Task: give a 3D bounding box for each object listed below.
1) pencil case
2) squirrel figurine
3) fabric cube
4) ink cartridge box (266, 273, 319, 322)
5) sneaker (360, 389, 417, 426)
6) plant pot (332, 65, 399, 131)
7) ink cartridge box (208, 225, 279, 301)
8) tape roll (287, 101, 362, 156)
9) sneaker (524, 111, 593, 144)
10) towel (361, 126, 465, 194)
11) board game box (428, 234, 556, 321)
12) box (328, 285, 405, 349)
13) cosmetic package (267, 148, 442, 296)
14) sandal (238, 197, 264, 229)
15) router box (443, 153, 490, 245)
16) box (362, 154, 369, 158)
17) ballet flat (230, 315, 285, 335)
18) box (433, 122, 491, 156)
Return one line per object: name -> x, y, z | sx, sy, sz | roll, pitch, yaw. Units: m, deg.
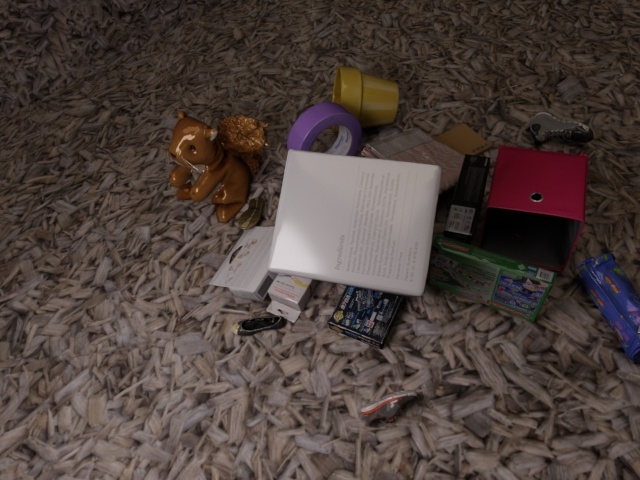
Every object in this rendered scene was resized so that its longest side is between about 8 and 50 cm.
pencil case -> 0.815, 0.175, 1.227 | 0.119, 0.133, 0.306 | -37, 48, 25
squirrel figurine -> -0.384, -0.324, 1.665 | 0.281, 0.370, 0.397 | 34, 67, 30
fabric cube -> 0.639, -0.099, 1.377 | 0.254, 0.259, 0.258 | 12, 57, 20
ink cartridge box -> -0.087, 0.150, 1.455 | 0.115, 0.067, 0.198 | 18, 60, 21
sneaker -> 0.188, 0.447, 1.208 | 0.158, 0.061, 0.064 | -20, 80, -3
plant pot -> 0.178, -0.558, 1.823 | 0.239, 0.254, 0.254 | 2, 53, -8
ink cartridge box -> -0.223, 0.069, 1.548 | 0.239, 0.060, 0.275 | 2, 51, 42
tape roll -> 0.017, -0.366, 1.678 | 0.275, 0.274, 0.090 | -32, 55, -12
sneaker -> 0.855, -0.381, 1.658 | 0.132, 0.086, 0.229 | -41, 47, -12
towel -> 0.360, -0.281, 1.581 | 0.332, 0.053, 0.317 | -25, 54, -38
board game box -> 0.469, 0.109, 1.288 | 0.317, 0.213, 0.046 | 20, 61, 23
box -> 0.149, 0.198, 1.385 | 0.175, 0.051, 0.220 | 18, 60, 22
cosmetic package -> 0.109, -0.034, 1.254 | 0.394, 0.329, 0.327 | 8, 86, 12
sandal -> -0.249, -0.094, 1.680 | 0.072, 0.049, 0.180 | 6, 41, 8
router box -> 0.446, -0.071, 1.404 | 0.081, 0.243, 0.308 | 13, 59, 19
box -> 0.148, -0.133, 1.553 | 0.165, 0.143, 0.270 | 28, 63, 14
ballet flat -> -0.196, 0.257, 1.410 | 0.173, 0.049, 0.057 | -11, 52, 3
box -> 0.519, -0.360, 1.736 | 0.201, 0.021, 0.164 | -28, 54, -9
